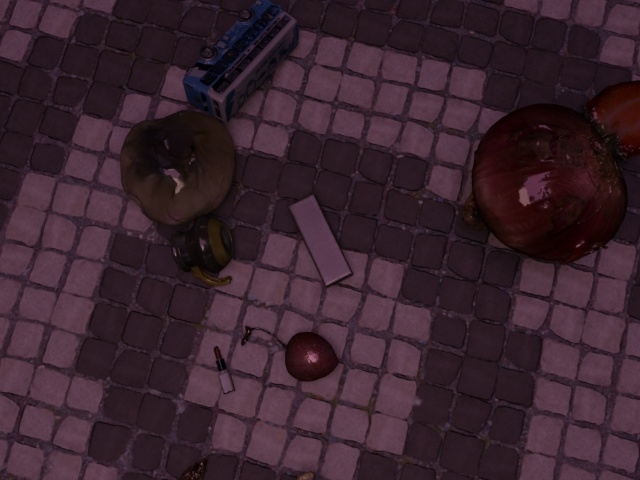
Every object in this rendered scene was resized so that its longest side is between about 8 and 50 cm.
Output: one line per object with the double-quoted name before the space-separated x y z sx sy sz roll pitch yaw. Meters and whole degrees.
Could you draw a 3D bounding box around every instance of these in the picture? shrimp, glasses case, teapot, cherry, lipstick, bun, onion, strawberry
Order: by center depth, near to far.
"onion" 0.480 -0.112 1.532 0.353 0.353 0.354 0 80 1
"shrimp" -0.266 0.562 1.555 0.124 0.034 0.178 36 84 4
"cherry" -0.068 0.247 1.592 0.225 0.090 0.107 6 94 19
"lipstick" -0.216 0.283 1.610 0.025 0.025 0.107 -18 74 -4
"teapot" -0.254 0.028 1.619 0.119 0.130 0.166 -14 111 13
"bun" -0.317 -0.168 1.626 0.272 0.168 0.273 1 71 -3
"glasses case" 0.000 0.000 1.648 0.070 0.047 0.205 -26 81 0
"strawberry" 0.686 -0.290 1.670 0.174 0.098 0.228 36 79 6

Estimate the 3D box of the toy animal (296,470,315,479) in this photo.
"toy animal" -0.029 0.565 1.459 0.121 0.233 0.169 -27 72 -10

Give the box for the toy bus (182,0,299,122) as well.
"toy bus" -0.179 -0.416 1.671 0.131 0.106 0.297 34 70 14
